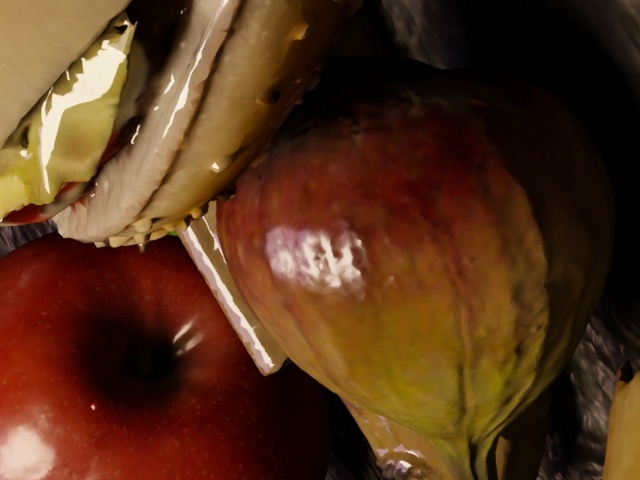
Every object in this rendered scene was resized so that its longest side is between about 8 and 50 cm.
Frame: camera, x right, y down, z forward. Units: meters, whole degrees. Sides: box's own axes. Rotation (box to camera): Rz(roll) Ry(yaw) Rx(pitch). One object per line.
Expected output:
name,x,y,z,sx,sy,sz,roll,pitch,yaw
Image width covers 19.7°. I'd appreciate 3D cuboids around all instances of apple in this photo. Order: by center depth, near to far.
apple,-0.117,0.109,1.124,0.260,0.260,0.216,57,151,20

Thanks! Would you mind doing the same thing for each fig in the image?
fig,0.061,0.023,0.736,0.231,0.143,0.160,50,159,-24

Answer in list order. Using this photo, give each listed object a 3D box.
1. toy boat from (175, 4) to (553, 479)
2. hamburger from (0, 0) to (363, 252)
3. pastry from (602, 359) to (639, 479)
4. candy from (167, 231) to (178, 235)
toy boat,0.000,0.000,0.857,0.121,0.089,0.321,-31,87,40
hamburger,-0.071,-0.140,0.666,0.300,0.176,0.300,-49,28,38
pastry,0.191,0.057,0.243,0.356,0.164,0.356,-18,65,42
candy,-0.014,0.001,0.980,0.246,0.069,0.149,43,152,28
